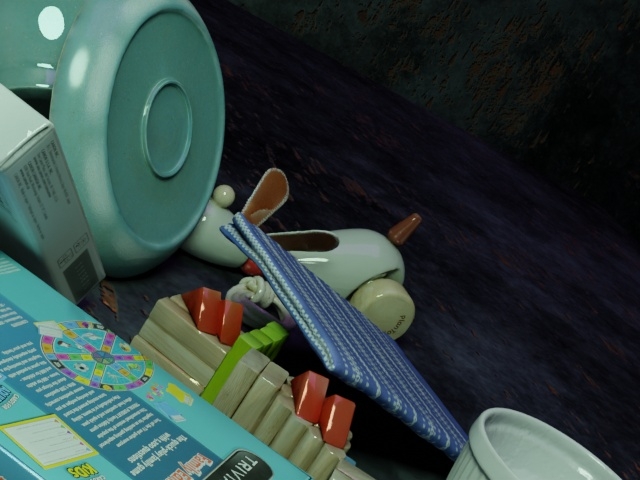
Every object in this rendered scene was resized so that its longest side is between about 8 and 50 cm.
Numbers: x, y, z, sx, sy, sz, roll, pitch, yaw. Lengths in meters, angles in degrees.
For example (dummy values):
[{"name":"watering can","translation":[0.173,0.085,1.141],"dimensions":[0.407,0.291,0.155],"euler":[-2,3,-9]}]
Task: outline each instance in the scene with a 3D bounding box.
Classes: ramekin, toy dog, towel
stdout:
[{"name":"ramekin","translation":[0.211,0.268,1.095],"dimensions":[0.207,0.109,0.207],"euler":[30,16,-10]},{"name":"toy dog","translation":[0.000,0.000,1.391],"dimensions":[0.333,0.161,0.220],"euler":[12,25,-49]},{"name":"towel","translation":[0.040,0.121,1.179],"dimensions":[0.336,0.040,0.243],"euler":[41,7,-47]}]

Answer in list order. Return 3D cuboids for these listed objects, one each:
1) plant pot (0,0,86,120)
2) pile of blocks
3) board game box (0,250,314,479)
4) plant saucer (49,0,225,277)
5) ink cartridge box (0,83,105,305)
[{"name":"plant pot","translation":[-0.300,-0.176,1.216],"dimensions":[0.293,0.293,0.196],"euler":[21,47,-33]},{"name":"pile of blocks","translation":[-0.024,0.149,1.001],"dimensions":[0.149,0.113,0.362],"euler":[12,26,-49]},{"name":"board game box","translation":[-0.188,0.131,0.784],"dimensions":[0.336,0.079,0.254],"euler":[35,12,8]},{"name":"plant saucer","translation":[-0.172,-0.116,1.171],"dimensions":[0.043,0.318,0.317],"euler":[7,7,21]},{"name":"ink cartridge box","translation":[-0.305,-0.074,0.965],"dimensions":[0.239,0.060,0.275],"euler":[37,-22,16]}]
